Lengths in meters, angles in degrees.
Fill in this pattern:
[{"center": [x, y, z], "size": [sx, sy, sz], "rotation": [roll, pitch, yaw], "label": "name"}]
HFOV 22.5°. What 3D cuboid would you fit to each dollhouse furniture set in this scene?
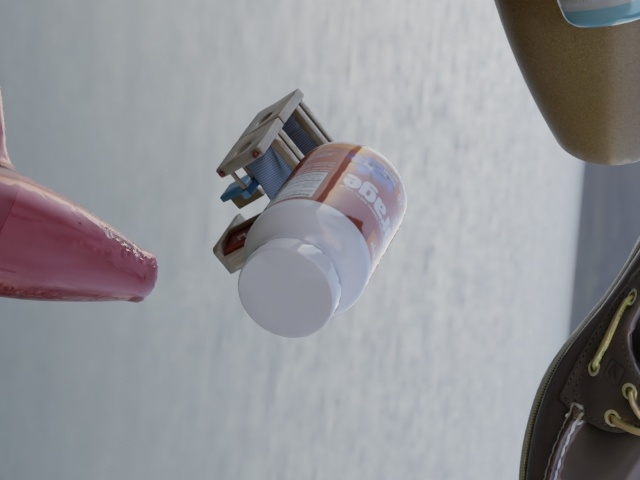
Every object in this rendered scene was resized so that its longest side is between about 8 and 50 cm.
[{"center": [-0.071, -0.047, 1.756], "size": [0.129, 0.184, 0.129], "rotation": [51, 38, -16], "label": "dollhouse furniture set"}]

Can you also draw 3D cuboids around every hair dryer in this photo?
[{"center": [-0.213, -0.065, 1.035], "size": [0.293, 0.080, 0.223], "rotation": [50, 39, -12], "label": "hair dryer"}]

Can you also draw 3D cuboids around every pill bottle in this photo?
[{"center": [0.000, 0.000, 1.517], "size": [0.216, 0.121, 0.121], "rotation": [-58, 152, -58], "label": "pill bottle"}]

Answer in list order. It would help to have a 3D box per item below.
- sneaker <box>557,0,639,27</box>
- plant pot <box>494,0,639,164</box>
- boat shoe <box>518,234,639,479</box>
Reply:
[{"center": [0.259, -0.303, 1.097], "size": [0.319, 0.127, 0.208], "rotation": [-36, 111, -28], "label": "sneaker"}, {"center": [0.273, -0.206, 1.510], "size": [0.237, 0.237, 0.254], "rotation": [-75, 160, -45], "label": "plant pot"}, {"center": [0.229, 0.083, 1.067], "size": [0.324, 0.117, 0.097], "rotation": [-62, -176, 7], "label": "boat shoe"}]
